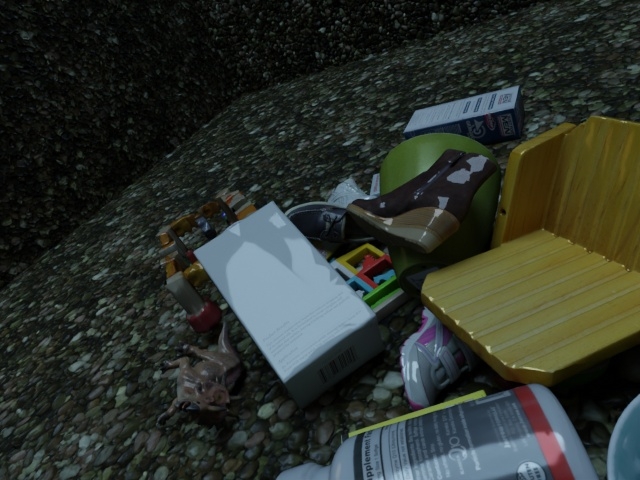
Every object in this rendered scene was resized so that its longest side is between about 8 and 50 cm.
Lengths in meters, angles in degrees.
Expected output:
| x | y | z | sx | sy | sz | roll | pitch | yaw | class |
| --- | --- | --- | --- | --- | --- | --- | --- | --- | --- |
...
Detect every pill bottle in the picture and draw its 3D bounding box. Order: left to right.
| x | y | z | sx | sy | sz | roll | pitch | yaw | class |
| --- | --- | --- | --- | --- | --- | --- | --- | --- | --- |
| 0.137 | 0.326 | 0.598 | 0.363 | 0.210 | 0.210 | -21 | 29 | 11 | pill bottle |

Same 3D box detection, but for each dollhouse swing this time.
| x | y | z | sx | sy | sz | roll | pitch | yaw | class |
| --- | --- | --- | --- | --- | --- | --- | --- | --- | --- |
| 0.351 | -0.011 | 0.728 | 0.305 | 0.315 | 0.347 | -5 | 23 | -19 | dollhouse swing |

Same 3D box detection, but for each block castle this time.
| x | y | z | sx | sy | sz | roll | pitch | yaw | class |
| --- | --- | --- | --- | --- | --- | --- | --- | --- | --- |
| -0.278 | 0.047 | 1.390 | 0.303 | 0.213 | 0.453 | -35 | 28 | -7 | block castle |

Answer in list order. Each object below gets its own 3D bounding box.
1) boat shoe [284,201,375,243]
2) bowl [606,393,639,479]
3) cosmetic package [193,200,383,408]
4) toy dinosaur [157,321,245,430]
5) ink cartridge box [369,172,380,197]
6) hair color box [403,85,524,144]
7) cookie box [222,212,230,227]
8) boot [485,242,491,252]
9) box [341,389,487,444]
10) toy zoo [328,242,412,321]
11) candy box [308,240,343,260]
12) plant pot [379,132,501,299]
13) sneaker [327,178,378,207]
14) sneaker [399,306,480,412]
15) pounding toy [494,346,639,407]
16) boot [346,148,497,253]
| x | y | z | sx | sy | sz | roll | pitch | yaw | class |
| --- | --- | --- | --- | --- | --- | --- | --- | --- | --- |
| 0.045 | -0.042 | 1.272 | 0.285 | 0.103 | 0.092 | 4 | 10 | -16 | boat shoe |
| 0.455 | 0.283 | 0.460 | 0.311 | 0.163 | 0.311 | -20 | 30 | 12 | bowl |
| -0.074 | 0.119 | 1.019 | 0.217 | 0.156 | 0.385 | -33 | 52 | -12 | cosmetic package |
| -0.227 | 0.296 | 1.042 | 0.200 | 0.127 | 0.296 | -3 | 24 | 24 | toy dinosaur |
| 0.240 | -0.156 | 1.433 | 0.175 | 0.072 | 0.127 | -14 | 32 | 21 | ink cartridge box |
| 0.462 | -0.378 | 1.578 | 0.347 | 0.105 | 0.174 | -6 | 35 | 33 | hair color box |
| -0.287 | -0.066 | 1.675 | 0.040 | 0.107 | 0.092 | -21 | 29 | 13 | cookie box |
| 0.478 | 0.002 | 0.970 | 0.263 | 0.091 | 0.229 | -30 | 30 | -2 | boot |
| 0.154 | 0.307 | 0.744 | 0.232 | 0.087 | 0.058 | -21 | 32 | 8 | box |
| 0.093 | 0.097 | 1.185 | 0.192 | 0.030 | 0.293 | -33 | 30 | -12 | toy zoo |
| 0.000 | 0.000 | 1.330 | 0.105 | 0.027 | 0.206 | 37 | 45 | 10 | candy box |
| 0.246 | -0.026 | 1.041 | 0.274 | 0.275 | 0.294 | -10 | 46 | 27 | plant pot |
| 0.088 | -0.127 | 1.416 | 0.232 | 0.090 | 0.115 | 1 | 77 | 55 | sneaker |
| 0.221 | 0.191 | 0.858 | 0.111 | 0.103 | 0.252 | -5 | 36 | 36 | sneaker |
| 0.363 | 0.196 | 0.766 | 0.236 | 0.110 | 0.183 | -2 | 19 | -12 | pounding toy |
| 0.184 | -0.087 | 0.930 | 0.207 | 0.090 | 0.248 | -51 | 39 | -11 | boot |
